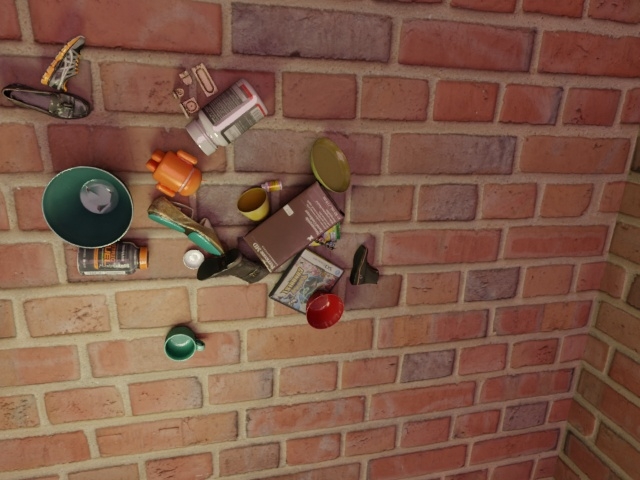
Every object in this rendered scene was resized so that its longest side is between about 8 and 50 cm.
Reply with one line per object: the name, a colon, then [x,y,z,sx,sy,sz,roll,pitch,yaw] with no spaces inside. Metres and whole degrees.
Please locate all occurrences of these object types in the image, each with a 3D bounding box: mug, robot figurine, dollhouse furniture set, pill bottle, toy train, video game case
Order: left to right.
pill bottle: [-0.801,0.070,1.771,0.245,0.130,0.131,-1,108,-16]
robot figurine: [-0.549,-0.254,1.733,0.219,0.128,0.158,33,70,-21]
mug: [-0.597,0.448,1.969,0.129,0.097,0.158,-44,114,2]
dollhouse furniture set: [-0.458,-0.549,1.659,0.151,0.123,0.144,-30,113,-4]
pill bottle: [-0.352,-0.458,1.698,0.283,0.161,0.161,-37,113,0]
pill bottle: [-0.202,-0.225,1.879,0.083,0.043,0.044,-11,110,-12]
video game case: [-0.058,0.192,2.041,0.248,0.035,0.275,31,98,-31]
toy train: [0.000,0.000,1.975,0.158,0.027,0.036,24,91,-20]

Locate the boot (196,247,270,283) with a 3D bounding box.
boot: [-0.357,0.138,1.909,0.262,0.091,0.229,-22,147,21]

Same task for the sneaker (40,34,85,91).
sneaker: [-0.866,-0.610,1.560,0.083,0.084,0.215,34,100,-36]

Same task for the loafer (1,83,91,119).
loafer: [-0.948,-0.476,1.573,0.267,0.084,0.096,8,105,-17]

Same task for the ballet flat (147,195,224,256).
ballet flat: [-0.515,-0.063,1.821,0.348,0.123,0.123,33,97,-24]

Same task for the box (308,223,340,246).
box: [0.004,-0.035,2.000,0.179,0.043,0.105,-9,111,-13]

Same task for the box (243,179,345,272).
box: [-0.106,-0.062,1.864,0.381,0.143,0.191,-37,97,9]

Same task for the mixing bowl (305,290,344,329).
mixing bowl: [0.006,0.296,2.038,0.181,0.098,0.182,-9,117,-18]

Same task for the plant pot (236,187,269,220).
plant pot: [-0.262,-0.134,1.859,0.134,0.134,0.095,-31,137,-3]

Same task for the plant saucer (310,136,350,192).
plant saucer: [0.035,-0.301,1.851,0.037,0.241,0.241,-20,120,38]

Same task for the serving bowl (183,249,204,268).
serving bowl: [-0.530,0.075,1.900,0.083,0.027,0.084,-4,109,-13]

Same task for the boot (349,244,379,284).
boot: [0.222,0.116,2.099,0.136,0.077,0.198,3,120,-21]

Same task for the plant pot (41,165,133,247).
plant pot: [-0.824,-0.140,1.658,0.289,0.195,0.291,-4,109,-13]
